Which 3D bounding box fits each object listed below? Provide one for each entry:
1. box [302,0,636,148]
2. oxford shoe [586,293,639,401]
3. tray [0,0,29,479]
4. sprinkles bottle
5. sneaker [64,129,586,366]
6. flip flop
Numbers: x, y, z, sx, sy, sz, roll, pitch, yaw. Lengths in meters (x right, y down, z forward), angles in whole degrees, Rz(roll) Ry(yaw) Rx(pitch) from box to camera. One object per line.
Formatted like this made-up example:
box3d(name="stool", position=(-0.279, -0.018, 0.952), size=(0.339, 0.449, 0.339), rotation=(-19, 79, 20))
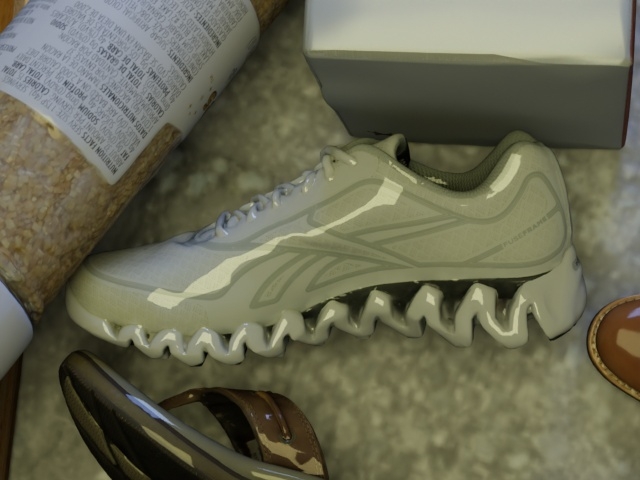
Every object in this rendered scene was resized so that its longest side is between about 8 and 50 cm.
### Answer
box3d(name="box", position=(0.095, -0.240, 1.094), size=(0.168, 0.215, 0.345), rotation=(3, 82, 8))
box3d(name="oxford shoe", position=(0.251, 0.073, 1.096), size=(0.212, 0.076, 0.076), rotation=(15, 85, 12))
box3d(name="tray", position=(-0.276, 0.014, 1.180), size=(0.202, 0.076, 0.411), rotation=(5, 83, 8))
box3d(name="sprinkles bottle", position=(-0.130, -0.081, 1.097), size=(0.121, 0.121, 0.355), rotation=(32, 68, 11))
box3d(name="sneaker", position=(0.000, 0.000, 1.111), size=(0.292, 0.110, 0.118), rotation=(-5, 109, 1))
box3d(name="flip flop", position=(-0.022, 0.132, 1.118), size=(0.277, 0.112, 0.080), rotation=(22, 59, 13))
